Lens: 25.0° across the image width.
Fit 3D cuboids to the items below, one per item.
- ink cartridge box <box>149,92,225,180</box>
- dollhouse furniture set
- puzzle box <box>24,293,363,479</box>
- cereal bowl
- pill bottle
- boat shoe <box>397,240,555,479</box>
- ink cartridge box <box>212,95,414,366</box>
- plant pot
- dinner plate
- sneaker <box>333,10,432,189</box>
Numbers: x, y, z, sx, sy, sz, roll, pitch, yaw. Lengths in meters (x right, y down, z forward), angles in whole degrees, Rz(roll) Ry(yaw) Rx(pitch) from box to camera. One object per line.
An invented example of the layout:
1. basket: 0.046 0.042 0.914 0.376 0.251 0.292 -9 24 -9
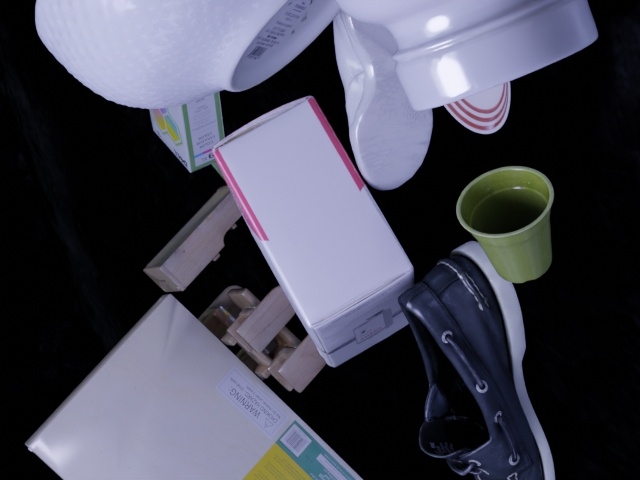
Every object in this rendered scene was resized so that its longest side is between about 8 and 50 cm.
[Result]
1. ink cartridge box: -0.179 -0.165 1.921 0.109 0.062 0.209 47 154 38
2. dollhouse furniture set: -0.086 0.063 1.919 0.242 0.161 0.212 45 164 -13
3. puzzle box: -0.151 0.307 1.918 0.409 0.272 0.052 46 164 -11
4. cereal bowl: -0.064 -0.228 1.196 0.141 0.339 0.339 46 157 7
5. pill bottle: 0.068 -0.270 0.998 0.334 0.188 0.188 67 160 -9
6. boat shoe: 0.147 0.169 1.428 0.127 0.113 0.340 39 148 50
7. ink cartridge box: 0.000 0.000 1.486 0.207 0.117 0.283 60 177 13
8. plant pot: 0.166 -0.007 1.240 0.083 0.083 0.079 43 162 45
9. dinner plate: 0.124 -0.159 1.237 0.141 0.017 0.141 51 156 32
10. sneaker: 0.049 -0.156 1.363 0.094 0.080 0.212 -142 41 -63
